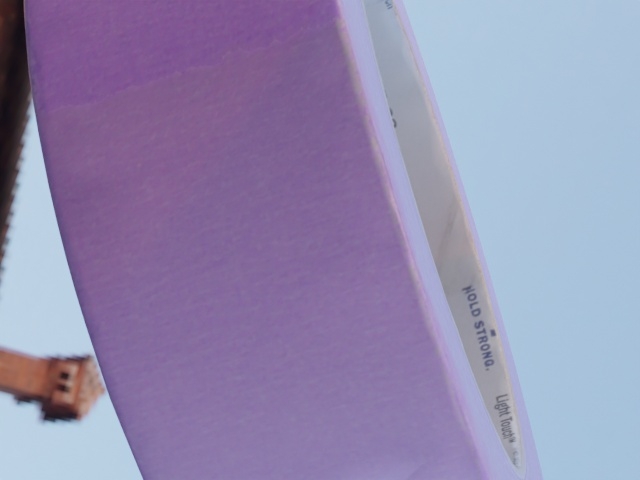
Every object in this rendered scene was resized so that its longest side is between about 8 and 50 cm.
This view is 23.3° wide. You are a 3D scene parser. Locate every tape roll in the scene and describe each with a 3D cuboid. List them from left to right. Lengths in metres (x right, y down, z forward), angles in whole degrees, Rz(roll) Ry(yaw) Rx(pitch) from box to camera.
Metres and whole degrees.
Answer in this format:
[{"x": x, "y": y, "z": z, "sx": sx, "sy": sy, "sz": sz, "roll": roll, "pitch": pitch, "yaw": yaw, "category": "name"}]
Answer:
[{"x": 0.000, "y": 0.000, "z": 0.523, "sx": 0.090, "sy": 0.275, "sz": 0.275, "roll": -16, "pitch": -122, "yaw": 9, "category": "tape roll"}]
